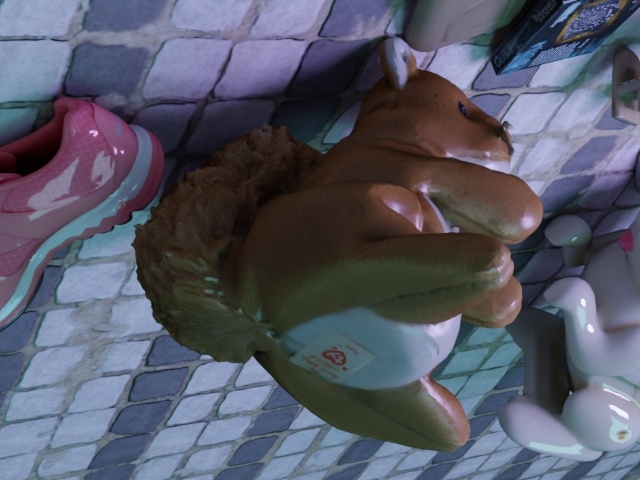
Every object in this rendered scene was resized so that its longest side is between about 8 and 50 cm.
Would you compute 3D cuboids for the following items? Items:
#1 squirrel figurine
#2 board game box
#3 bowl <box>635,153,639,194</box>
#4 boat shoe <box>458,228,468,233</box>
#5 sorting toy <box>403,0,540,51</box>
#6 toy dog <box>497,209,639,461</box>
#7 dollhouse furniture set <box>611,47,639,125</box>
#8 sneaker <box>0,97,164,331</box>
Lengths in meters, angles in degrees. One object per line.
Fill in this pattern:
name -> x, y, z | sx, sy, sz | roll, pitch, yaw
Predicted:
squirrel figurine -> 0.018, -0.036, 1.302 | 0.397, 0.370, 0.281 | 6, 138, 10
board game box -> 0.267, -0.231, 1.385 | 0.126, 0.026, 0.186 | -15, 169, -18
bowl -> 0.512, -0.108, 1.833 | 0.142, 0.053, 0.142 | -25, 149, -6
boat shoe -> 0.175, 0.000, 1.712 | 0.170, 0.063, 0.059 | 5, 131, -45
sorting toy -> 0.209, -0.286, 1.258 | 0.229, 0.041, 0.307 | -17, 164, -12
toy dog -> 0.470, 0.113, 1.826 | 0.284, 0.395, 0.408 | -62, 177, -50
dollhouse furniture set -> 0.495, -0.214, 1.540 | 0.242, 0.161, 0.212 | 13, 165, -36
sneaker -> -0.303, -0.026, 1.260 | 0.314, 0.116, 0.136 | -40, 139, 8
